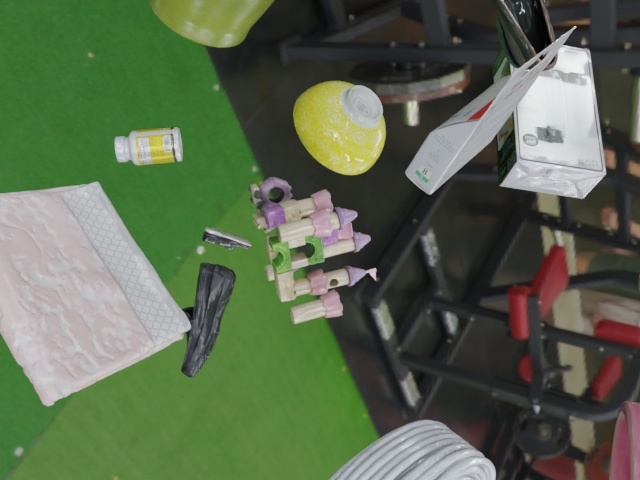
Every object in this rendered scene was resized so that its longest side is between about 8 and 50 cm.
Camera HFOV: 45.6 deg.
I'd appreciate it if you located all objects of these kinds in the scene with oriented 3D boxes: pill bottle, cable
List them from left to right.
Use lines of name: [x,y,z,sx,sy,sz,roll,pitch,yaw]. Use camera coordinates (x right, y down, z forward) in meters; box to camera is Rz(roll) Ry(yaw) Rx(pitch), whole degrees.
pill bottle: [-0.315,-0.172,1.398,0.065,0.116,0.065,175,-90,-86]
cable: [0.079,0.316,0.841,0.257,0.089,0.257,5,117,-47]

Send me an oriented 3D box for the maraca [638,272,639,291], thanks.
maraca: [0.669,0.071,1.477,0.127,0.099,0.185,-62,-179,19]

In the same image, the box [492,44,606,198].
box: [0.416,-0.230,1.404,0.087,0.169,0.290,109,-14,-61]

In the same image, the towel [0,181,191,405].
towel: [-0.390,0.060,1.203,0.332,0.053,0.317,56,31,7]

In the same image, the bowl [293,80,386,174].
bowl: [0.083,-0.346,2.141,0.289,0.156,0.289,17,56,-27]

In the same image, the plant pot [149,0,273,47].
plant pot: [-0.210,-0.631,1.668,0.366,0.366,0.353,-29,158,-49]

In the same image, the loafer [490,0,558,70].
loafer: [0.279,-0.365,1.082,0.096,0.084,0.267,-29,114,0]

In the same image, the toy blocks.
toy blocks: [0.000,0.000,1.886,0.260,0.309,0.288,-15,118,-14]

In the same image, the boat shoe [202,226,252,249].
boat shoe: [-0.235,0.002,1.910,0.125,0.046,0.038,18,101,-19]

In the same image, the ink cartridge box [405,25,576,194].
ink cartridge box: [0.218,-0.181,0.996,0.181,0.056,0.224,-39,164,-39]

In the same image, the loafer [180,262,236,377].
loafer: [-0.226,0.149,1.440,0.076,0.078,0.223,-55,164,-83]

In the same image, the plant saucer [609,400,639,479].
plant saucer: [0.464,0.400,1.080,0.332,0.084,0.332,3,90,-73]
